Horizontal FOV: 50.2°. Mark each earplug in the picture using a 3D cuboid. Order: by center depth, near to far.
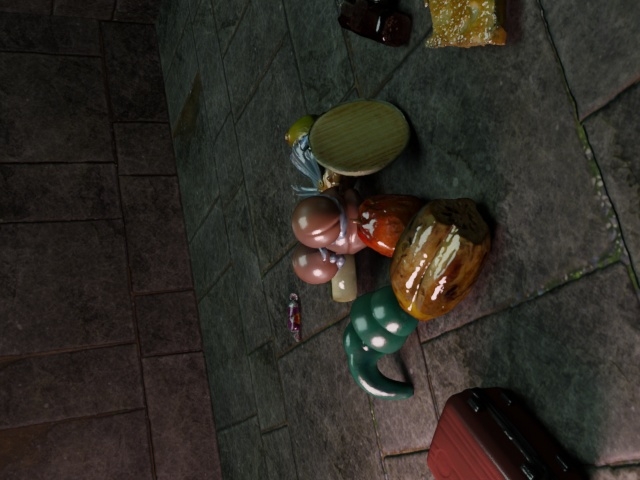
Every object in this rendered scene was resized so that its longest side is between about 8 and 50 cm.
[{"bbox_3d":[0.165,0.245,1.709,0.280,0.164,0.257,-55,50,37],"label":"earplug"}]

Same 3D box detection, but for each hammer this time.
[{"bbox_3d":[0.163,-0.696,1.672,0.242,0.095,0.409,51,135,51],"label":"hammer"}]

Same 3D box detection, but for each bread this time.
[{"bbox_3d":[0.096,-0.256,1.698,0.040,0.267,0.267,76,171,-51],"label":"bread"}]

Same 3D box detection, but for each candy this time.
[{"bbox_3d":[-0.092,0.270,2.386,0.043,0.045,0.175,-3,89,31],"label":"candy"}]

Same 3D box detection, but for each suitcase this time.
[{"bbox_3d":[0.351,0.455,1.337,0.297,0.161,0.236,52,138,49],"label":"suitcase"}]

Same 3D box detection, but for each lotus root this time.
[{"bbox_3d":[0.247,0.049,1.489,0.193,0.193,0.291,61,144,42],"label":"lotus root"}]

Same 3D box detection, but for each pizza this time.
[{"bbox_3d":[0.296,-0.510,1.415,0.223,0.089,0.324,-33,62,55],"label":"pizza"}]

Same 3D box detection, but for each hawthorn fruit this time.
[{"bbox_3d":[0.174,-0.033,1.638,0.173,0.179,0.174,7,103,34],"label":"hawthorn fruit"}]

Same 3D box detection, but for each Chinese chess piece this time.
[{"bbox_3d":[0.062,0.079,1.929,0.188,0.083,0.188,176,90,-89],"label":"Chinese chess piece"}]

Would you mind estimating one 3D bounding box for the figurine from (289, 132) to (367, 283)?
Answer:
[{"bbox_3d":[0.019,-0.107,1.800,0.277,0.248,0.388,88,169,-52],"label":"figurine"}]

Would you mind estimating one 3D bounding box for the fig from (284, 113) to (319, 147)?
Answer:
[{"bbox_3d":[-0.027,-0.315,2.091,0.153,0.120,0.136,-16,72,40],"label":"fig"}]
